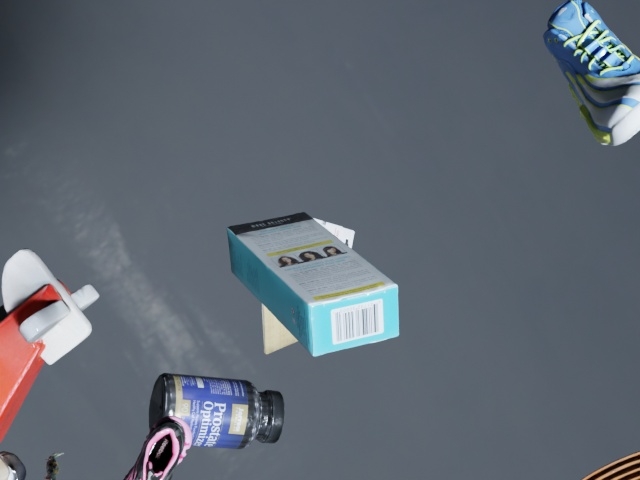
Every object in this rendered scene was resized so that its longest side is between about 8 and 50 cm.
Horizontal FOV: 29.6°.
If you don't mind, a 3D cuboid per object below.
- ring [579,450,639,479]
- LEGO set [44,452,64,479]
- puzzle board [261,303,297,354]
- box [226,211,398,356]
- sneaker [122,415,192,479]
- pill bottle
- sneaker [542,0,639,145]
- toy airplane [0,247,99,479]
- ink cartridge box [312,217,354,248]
[{"bbox_3d":[0.304,0.288,0.956,0.337,0.336,0.032,-76,147,-53],"label":"ring"},{"bbox_3d":[-0.398,0.343,1.783,0.083,0.023,0.054,-65,146,-71],"label":"LEGO set"},{"bbox_3d":[-0.034,0.081,1.567,0.096,0.128,0.011,-21,42,-26],"label":"puzzle board"},{"bbox_3d":[-0.014,0.041,1.313,0.244,0.100,0.060,-141,-137,-59],"label":"box"},{"bbox_3d":[-0.149,0.209,1.050,0.047,0.119,0.057,21,-5,-4],"label":"sneaker"},{"bbox_3d":[-0.179,0.299,2.108,0.219,0.123,0.123,7,50,-21],"label":"pill bottle"},{"bbox_3d":[0.277,-0.177,1.240,0.126,0.091,0.240,45,13,-9],"label":"sneaker"},{"bbox_3d":[-0.491,0.167,1.690,0.272,0.386,0.384,32,62,7],"label":"toy airplane"},{"bbox_3d":[0.000,0.000,1.650,0.083,0.028,0.048,17,70,-11],"label":"ink cartridge box"}]
